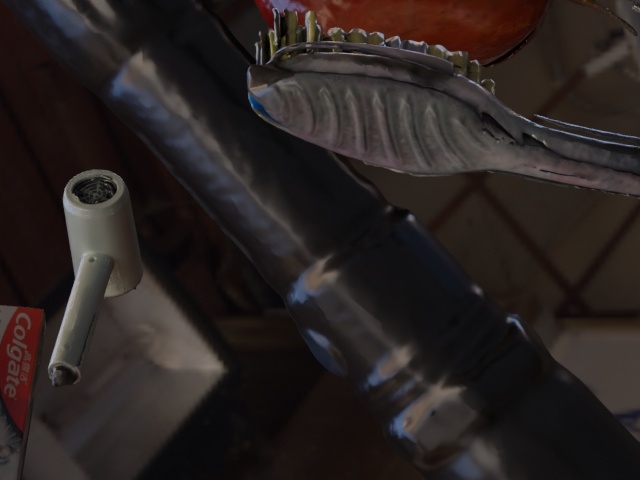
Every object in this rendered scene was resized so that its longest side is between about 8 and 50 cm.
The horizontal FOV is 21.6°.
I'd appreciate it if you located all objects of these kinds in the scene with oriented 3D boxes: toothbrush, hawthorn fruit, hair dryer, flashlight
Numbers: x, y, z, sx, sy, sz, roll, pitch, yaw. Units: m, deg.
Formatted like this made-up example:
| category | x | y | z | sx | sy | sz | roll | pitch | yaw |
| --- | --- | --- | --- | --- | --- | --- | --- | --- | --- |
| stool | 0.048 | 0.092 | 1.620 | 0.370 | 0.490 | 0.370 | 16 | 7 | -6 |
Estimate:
| category | x | y | z | sx | sy | sz | roll | pitch | yaw |
| --- | --- | --- | --- | --- | --- | --- | --- | --- | --- |
| toothbrush | 0.180 | -0.006 | 0.487 | 0.042 | 0.414 | 0.035 | -87 | 12 | -51 |
| hawthorn fruit | 0.081 | -0.198 | 1.088 | 0.299 | 0.211 | 0.211 | 16 | -110 | -2 |
| hair dryer | -0.243 | 0.050 | 1.705 | 0.131 | 0.073 | 0.236 | 87 | -168 | -45 |
| flashlight | 0.000 | 0.000 | 0.817 | 0.424 | 0.103 | 0.103 | 47 | -132 | 0 |

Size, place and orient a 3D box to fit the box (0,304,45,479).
| category | x | y | z | sx | sy | sz | roll | pitch | yaw |
| --- | --- | --- | --- | --- | --- | --- | --- | --- | --- |
| box | -0.286 | 0.164 | 1.493 | 0.055 | 0.039 | 0.218 | 9 | -112 | -5 |
